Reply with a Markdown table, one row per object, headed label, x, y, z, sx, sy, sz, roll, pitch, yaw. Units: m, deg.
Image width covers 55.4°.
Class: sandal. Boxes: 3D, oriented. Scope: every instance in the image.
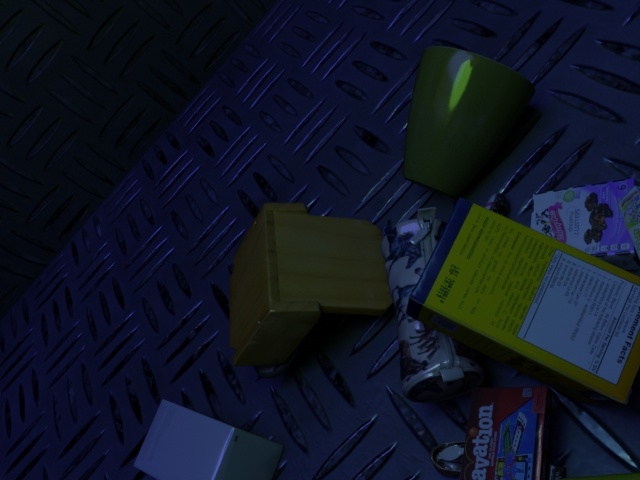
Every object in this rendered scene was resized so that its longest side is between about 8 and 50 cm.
| label | x | y | z | sx | sy | sz | roll | pitch | yaw |
| --- | --- | --- | --- | --- | --- | --- | --- | --- | --- |
| sandal | -0.076 | 0.224 | 1.561 | 0.120 | 0.086 | 0.302 | -3 | 44 | 27 |

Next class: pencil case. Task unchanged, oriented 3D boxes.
| label | x | y | z | sx | sy | sz | roll | pitch | yaw |
| --- | --- | --- | --- | --- | --- | --- | --- | --- | --- |
| pencil case | 0.224 | 0.135 | 1.266 | 0.160 | 0.183 | 0.410 | -7 | 51 | 3 |

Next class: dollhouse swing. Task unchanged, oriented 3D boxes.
| label | x | y | z | sx | sy | sz | roll | pitch | yaw |
| --- | --- | --- | --- | --- | --- | --- | --- | --- | --- |
| dollhouse swing | -0.030 | 0.118 | 1.520 | 0.315 | 0.305 | 0.346 | -56 | 30 | 37 |

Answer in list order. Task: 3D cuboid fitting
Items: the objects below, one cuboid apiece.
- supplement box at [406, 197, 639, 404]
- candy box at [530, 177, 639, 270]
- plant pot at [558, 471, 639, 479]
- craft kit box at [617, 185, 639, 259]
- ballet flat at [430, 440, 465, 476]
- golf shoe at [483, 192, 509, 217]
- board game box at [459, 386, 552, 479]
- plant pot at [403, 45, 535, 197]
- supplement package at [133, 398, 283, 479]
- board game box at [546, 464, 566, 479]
| label | x | y | z | sx | sy | sz | roll | pitch | yaw |
| --- | --- | --- | --- | --- | --- | --- | --- | --- | --- |
| supplement box | 0.348 | 0.109 | 1.037 | 0.357 | 0.195 | 0.194 | 26 | 80 | 12 |
| candy box | 0.517 | -0.022 | 1.195 | 0.196 | 0.070 | 0.164 | -8 | 57 | 38 |
| plant pot | 0.454 | 0.431 | 0.827 | 0.228 | 0.207 | 0.227 | -19 | 51 | 33 |
| craft kit box | 0.619 | 0.037 | 0.948 | 0.061 | 0.247 | 0.249 | 107 | 165 | -52 |
| ballet flat | 0.292 | 0.392 | 1.108 | 0.206 | 0.067 | 0.073 | -23 | 47 | 29 |
| golf shoe | 0.353 | -0.027 | 1.352 | 0.086 | 0.067 | 0.186 | 14 | 72 | 48 |
| board game box | 0.304 | 0.382 | 1.020 | 0.145 | 0.027 | 0.281 | -15 | 48 | 42 |
| plant pot | 0.312 | -0.260 | 1.436 | 0.275 | 0.275 | 0.293 | 28 | 97 | 49 |
| supplement package | -0.269 | 0.514 | 1.452 | 0.293 | 0.177 | 0.175 | 2 | 63 | 44 |
| board game box | 0.363 | 0.458 | 0.954 | 0.026 | 0.126 | 0.186 | 5 | 63 | 20 |
